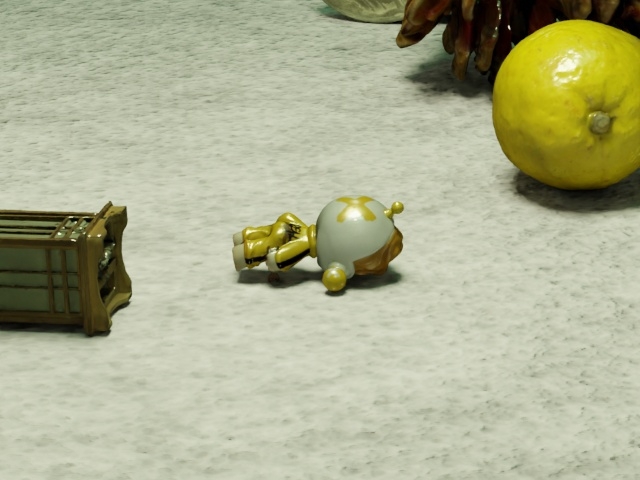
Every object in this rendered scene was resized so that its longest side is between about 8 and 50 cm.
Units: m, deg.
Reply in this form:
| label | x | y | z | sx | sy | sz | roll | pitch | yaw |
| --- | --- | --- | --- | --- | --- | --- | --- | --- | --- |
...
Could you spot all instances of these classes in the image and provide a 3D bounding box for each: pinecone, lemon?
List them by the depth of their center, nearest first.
| label | x | y | z | sx | sy | sz | roll | pitch | yaw |
| --- | --- | --- | --- | --- | --- | --- | --- | --- | --- |
| lemon | 0.246 | -0.129 | 1.809 | 0.170 | 0.170 | 0.207 | 0 | 12 | 4 |
| pinecone | 0.267 | -0.342 | 2.132 | 0.384 | 0.384 | 0.384 | -1 | 20 | 0 |

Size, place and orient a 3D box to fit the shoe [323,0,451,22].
| label | x | y | z | sx | sy | sz | roll | pitch | yaw |
| --- | --- | --- | --- | --- | --- | --- | --- | --- | --- |
| shoe | 0.158 | -0.355 | 2.509 | 0.316 | 0.124 | 0.159 | 11 | 23 | 16 |

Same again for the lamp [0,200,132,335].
| label | x | y | z | sx | sy | sz | roll | pitch | yaw |
| --- | --- | --- | --- | --- | --- | --- | --- | --- | --- |
| lamp | -0.323 | 0.017 | 1.551 | 0.325 | 0.090 | 0.089 | 2 | 20 | 8 |

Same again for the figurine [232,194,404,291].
| label | x | y | z | sx | sy | sz | roll | pitch | yaw |
| --- | --- | --- | --- | --- | --- | --- | --- | --- | --- |
| figurine | -0.001 | -0.003 | 1.615 | 0.143 | 0.068 | 0.101 | 7 | 38 | 24 |
